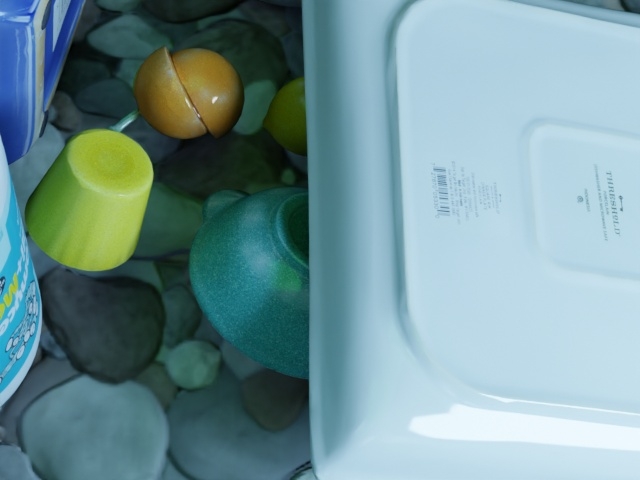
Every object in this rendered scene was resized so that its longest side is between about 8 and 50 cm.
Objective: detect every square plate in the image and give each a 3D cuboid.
[{"bbox_3d":[0.158,-0.010,0.955,0.344,0.049,0.347,9,62,-20],"label":"square plate"}]

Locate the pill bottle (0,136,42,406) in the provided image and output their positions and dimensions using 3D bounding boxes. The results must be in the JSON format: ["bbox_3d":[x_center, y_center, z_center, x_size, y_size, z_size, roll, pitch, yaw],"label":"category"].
[{"bbox_3d":[-0.228,0.018,0.857,0.146,0.264,0.146,1,64,-3],"label":"pill bottle"}]

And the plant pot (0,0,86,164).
[{"bbox_3d":[-0.250,-0.187,0.986,0.212,0.236,0.236,15,63,-3],"label":"plant pot"}]

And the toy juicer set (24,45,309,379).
[{"bbox_3d":[0.000,0.000,0.992,0.329,0.089,0.209,29,44,-3],"label":"toy juicer set"}]

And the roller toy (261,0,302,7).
[{"bbox_3d":[-0.009,-0.263,1.078,0.191,0.146,0.209,25,74,3],"label":"roller toy"}]
